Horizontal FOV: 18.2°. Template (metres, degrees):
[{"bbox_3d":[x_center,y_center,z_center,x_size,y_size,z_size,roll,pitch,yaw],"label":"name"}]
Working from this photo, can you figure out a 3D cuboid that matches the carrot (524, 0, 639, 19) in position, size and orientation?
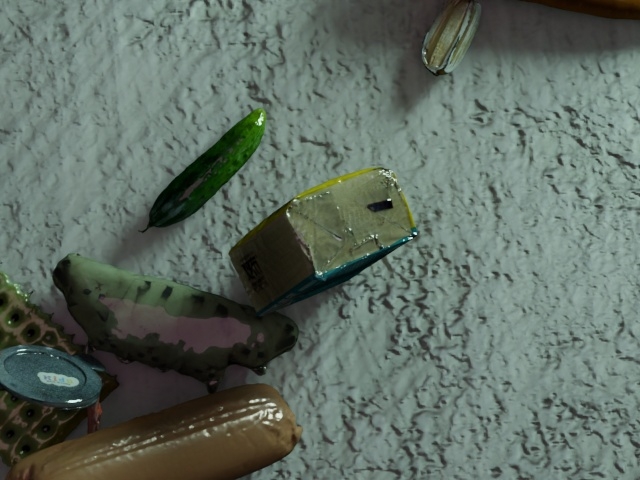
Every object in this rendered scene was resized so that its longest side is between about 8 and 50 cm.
[{"bbox_3d":[0.213,-0.252,1.913,0.336,0.069,0.069,15,88,-7],"label":"carrot"}]

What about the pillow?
[{"bbox_3d":[-0.145,0.085,1.891,0.241,0.051,0.093,17,82,-2],"label":"pillow"}]

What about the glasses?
[{"bbox_3d":[-0.328,0.220,1.880,0.234,0.118,0.268,7,110,-1],"label":"glasses"}]

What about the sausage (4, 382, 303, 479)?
[{"bbox_3d":[-0.148,0.199,1.819,0.289,0.086,0.086,-15,88,-32],"label":"sausage"}]

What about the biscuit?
[{"bbox_3d":[-0.320,0.102,1.906,0.231,0.016,0.139,45,89,1],"label":"biscuit"}]

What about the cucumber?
[{"bbox_3d":[-0.109,-0.062,1.905,0.168,0.039,0.039,-44,89,-4],"label":"cucumber"}]

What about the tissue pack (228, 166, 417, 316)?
[{"bbox_3d":[0.000,0.000,1.826,0.120,0.169,0.082,-23,85,-24],"label":"tissue pack"}]

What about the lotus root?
[{"bbox_3d":[0.125,-0.196,1.919,0.037,0.030,0.083,25,84,29],"label":"lotus root"}]
